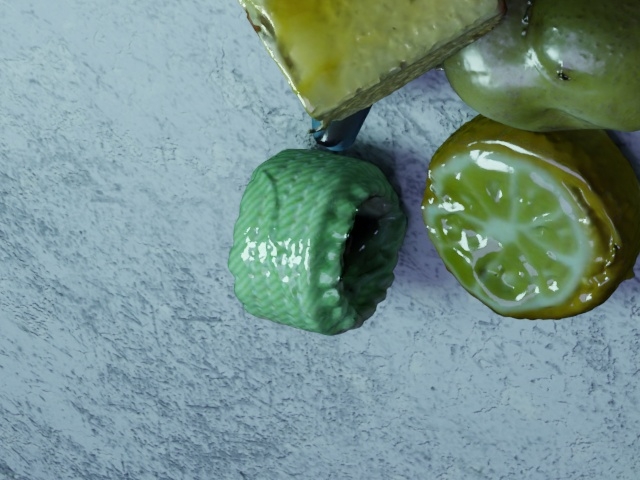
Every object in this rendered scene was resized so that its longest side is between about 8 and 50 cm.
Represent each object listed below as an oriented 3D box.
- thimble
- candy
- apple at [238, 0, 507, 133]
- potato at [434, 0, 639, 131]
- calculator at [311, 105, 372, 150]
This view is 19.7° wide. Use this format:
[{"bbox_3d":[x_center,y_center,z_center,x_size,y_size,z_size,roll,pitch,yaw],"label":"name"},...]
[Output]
[{"bbox_3d":[0.000,0.000,2.152,0.150,0.219,0.219,13,131,23],"label":"thimble"},{"bbox_3d":[0.236,-0.031,2.053,0.260,0.118,0.260,16,130,21],"label":"candy"},{"bbox_3d":[-0.003,-0.277,1.716,0.314,0.252,0.309,-31,87,54],"label":"apple"},{"bbox_3d":[0.273,-0.213,1.825,0.351,0.218,0.202,8,169,21],"label":"potato"},{"bbox_3d":[0.050,-0.227,1.971,0.051,0.173,0.293,14,136,-13],"label":"calculator"}]
